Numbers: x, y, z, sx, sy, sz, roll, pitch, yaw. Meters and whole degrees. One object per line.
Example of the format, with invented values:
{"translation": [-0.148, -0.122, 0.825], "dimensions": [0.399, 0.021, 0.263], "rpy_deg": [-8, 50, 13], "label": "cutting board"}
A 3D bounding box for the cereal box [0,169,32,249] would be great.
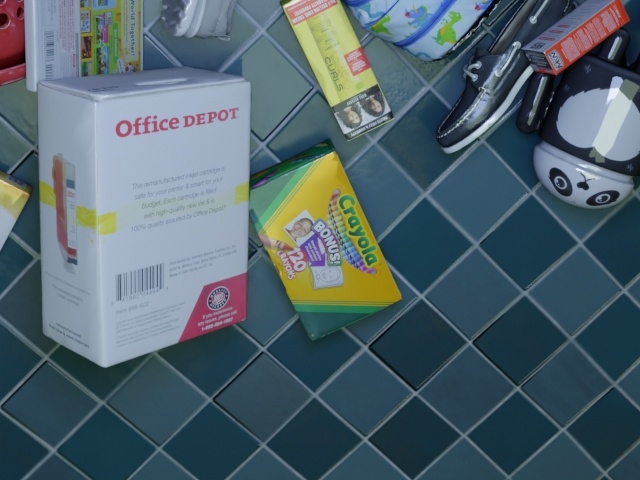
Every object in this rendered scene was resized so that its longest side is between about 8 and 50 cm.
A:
{"translation": [-0.575, -0.016, 1.759], "dimensions": [0.173, 0.047, 0.240], "rpy_deg": [27, 104, -14], "label": "cereal box"}

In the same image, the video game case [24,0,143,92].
{"translation": [-0.333, -0.335, 1.619], "dimensions": [0.026, 0.206, 0.227], "rpy_deg": [16, 112, 35], "label": "video game case"}

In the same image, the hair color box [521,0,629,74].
{"translation": [0.373, -0.302, 1.672], "dimensions": [0.141, 0.072, 0.043], "rpy_deg": [-36, 111, -7], "label": "hair color box"}

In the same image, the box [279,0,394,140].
{"translation": [0.026, -0.274, 1.736], "dimensions": [0.087, 0.058, 0.232], "rpy_deg": [-25, 109, 3], "label": "box"}

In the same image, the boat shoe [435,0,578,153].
{"translation": [0.271, -0.267, 1.746], "dimensions": [0.091, 0.114, 0.302], "rpy_deg": [42, 87, -18], "label": "boat shoe"}

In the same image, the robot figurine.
{"translation": [0.435, -0.185, 1.752], "dimensions": [0.173, 0.209, 0.278], "rpy_deg": [7, 110, -40], "label": "robot figurine"}

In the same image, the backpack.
{"translation": [0.186, -0.429, 1.599], "dimensions": [0.273, 0.290, 0.355], "rpy_deg": [14, 116, -16], "label": "backpack"}

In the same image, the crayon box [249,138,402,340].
{"translation": [0.000, 0.000, 1.814], "dimensions": [0.165, 0.081, 0.278], "rpy_deg": [-25, 109, 2], "label": "crayon box"}

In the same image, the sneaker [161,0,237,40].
{"translation": [-0.143, -0.426, 1.662], "dimensions": [0.115, 0.105, 0.281], "rpy_deg": [9, 108, -41], "label": "sneaker"}

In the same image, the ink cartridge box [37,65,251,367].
{"translation": [-0.252, -0.049, 1.662], "dimensions": [0.279, 0.160, 0.385], "rpy_deg": [-15, 116, -43], "label": "ink cartridge box"}

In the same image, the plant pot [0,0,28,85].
{"translation": [-0.487, -0.310, 1.598], "dimensions": [0.191, 0.191, 0.174], "rpy_deg": [-7, 115, -4], "label": "plant pot"}
